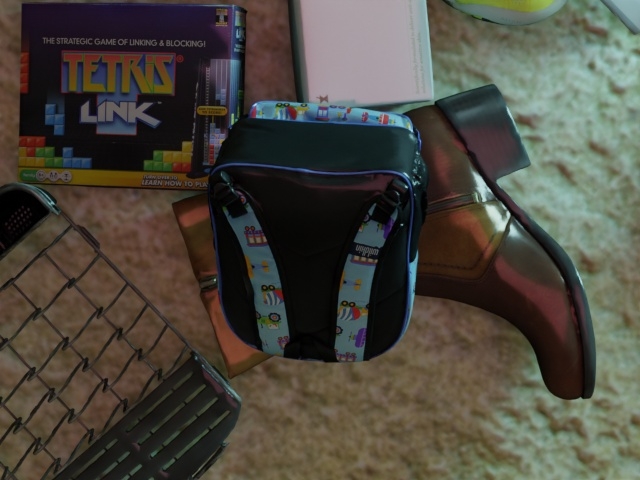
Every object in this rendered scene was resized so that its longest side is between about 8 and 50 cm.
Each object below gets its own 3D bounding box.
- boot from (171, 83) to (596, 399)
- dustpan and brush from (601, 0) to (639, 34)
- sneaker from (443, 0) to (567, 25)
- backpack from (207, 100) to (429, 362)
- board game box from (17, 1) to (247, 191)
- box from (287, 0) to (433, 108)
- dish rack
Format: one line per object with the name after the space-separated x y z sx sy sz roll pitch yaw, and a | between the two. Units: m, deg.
0.053 0.044 1.349 0.280 0.096 0.264 -23 96 -1 | boot
0.287 -0.260 1.304 0.211 0.060 0.147 -51 131 5 | dustpan and brush
0.075 -0.331 1.294 0.145 0.147 0.385 -31 97 -2 | sneaker
0.000 0.000 1.270 0.158 0.117 0.173 3 124 7 | backpack
-0.144 -0.110 1.327 0.170 0.048 0.141 2 95 11 | board game box
0.029 -0.152 1.335 0.102 0.087 0.101 -5 95 -3 | box
-0.205 0.107 1.335 0.208 0.074 0.271 -41 97 11 | dish rack
